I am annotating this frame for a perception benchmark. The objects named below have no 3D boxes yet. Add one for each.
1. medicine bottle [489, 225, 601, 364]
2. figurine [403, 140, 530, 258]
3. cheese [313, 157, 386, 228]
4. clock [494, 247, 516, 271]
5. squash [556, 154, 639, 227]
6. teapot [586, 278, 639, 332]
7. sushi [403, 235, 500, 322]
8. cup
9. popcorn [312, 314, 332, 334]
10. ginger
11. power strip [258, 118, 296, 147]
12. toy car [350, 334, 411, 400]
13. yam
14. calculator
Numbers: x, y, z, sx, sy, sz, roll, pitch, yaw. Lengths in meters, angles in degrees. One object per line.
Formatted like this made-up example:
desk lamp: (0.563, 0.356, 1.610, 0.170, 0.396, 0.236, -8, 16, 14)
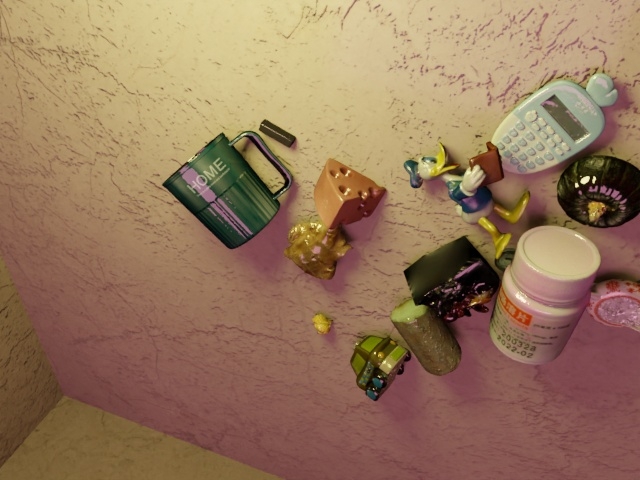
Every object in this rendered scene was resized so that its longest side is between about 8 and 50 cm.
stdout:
medicine bottle: (0.615, 0.162, 1.240, 0.220, 0.219, 0.388, 8, 138, 15)
figurine: (0.368, -0.142, 1.165, 0.339, 0.204, 0.283, 26, 158, 18)
cheese: (0.066, -0.115, 1.302, 0.203, 0.177, 0.128, 30, 130, -2)
clock: (0.572, 0.060, 1.343, 0.085, 0.017, 0.085, 11, 128, 14)
squash: (0.684, -0.117, 1.082, 0.193, 0.156, 0.193, 24, 128, 35)
teapot: (0.838, 0.173, 1.268, 0.246, 0.116, 0.159, 21, 142, 2)
sushi: (0.416, 0.134, 1.359, 0.227, 0.215, 0.212, -40, 110, 17)
cup: (-0.278, -0.167, 1.392, 0.292, 0.308, 0.242, 50, 159, -19)
popcorn: (0.016, 0.324, 1.726, 0.084, 0.084, 0.084, 10, 128, 14)
ginger: (0.000, 0.000, 1.456, 0.219, 0.123, 0.270, 23, 120, 0)
power strip: (-0.128, -0.317, 1.316, 0.111, 0.038, 0.029, 30, 131, -1)
toy car: (0.208, 0.469, 1.706, 0.198, 0.204, 0.247, 35, 132, 25)
yam: (0.366, 0.323, 1.530, 0.161, 0.161, 0.268, -22, 116, 33)
calculator: (0.562, -0.277, 1.079, 0.188, 0.042, 0.303, 42, 129, -11)
